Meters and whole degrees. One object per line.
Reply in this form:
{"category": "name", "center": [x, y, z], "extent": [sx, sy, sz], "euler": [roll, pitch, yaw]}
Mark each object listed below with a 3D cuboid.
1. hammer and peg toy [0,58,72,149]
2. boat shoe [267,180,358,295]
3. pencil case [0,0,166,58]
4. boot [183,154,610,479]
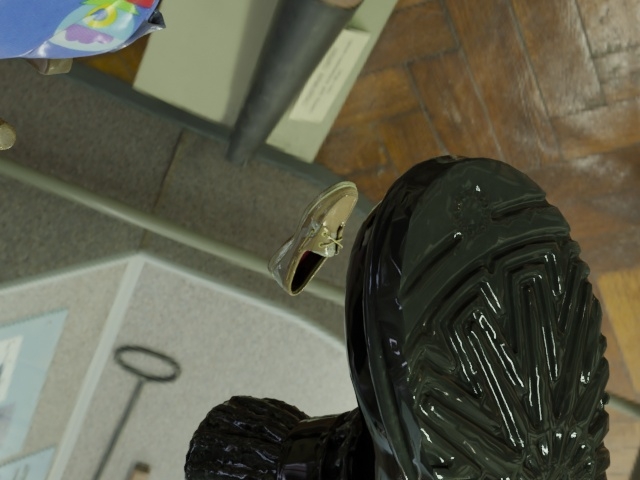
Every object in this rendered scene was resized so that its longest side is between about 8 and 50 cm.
{"category": "hammer and peg toy", "center": [-0.264, -0.245, 0.796], "extent": [0.266, 0.127, 0.361], "euler": [37, 127, 33]}
{"category": "boat shoe", "center": [0.000, 0.000, 0.998], "extent": [0.050, 0.045, 0.135], "euler": [5, 130, -45]}
{"category": "pencil case", "center": [-0.187, -0.113, 0.338], "extent": [0.119, 0.306, 0.133], "euler": [50, 126, 15]}
{"category": "boot", "center": [0.023, 0.109, 0.569], "extent": [0.260, 0.131, 0.347], "euler": [11, 124, 46]}
